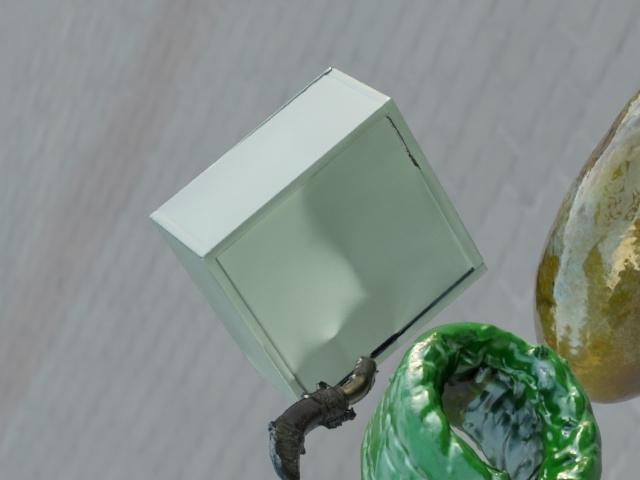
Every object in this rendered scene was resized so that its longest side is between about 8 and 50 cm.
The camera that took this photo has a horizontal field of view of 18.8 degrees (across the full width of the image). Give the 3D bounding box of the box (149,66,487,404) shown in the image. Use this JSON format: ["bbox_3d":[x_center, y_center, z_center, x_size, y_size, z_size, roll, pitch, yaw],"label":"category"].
[{"bbox_3d":[0.000,0.000,1.793,0.225,0.225,0.117,-40,36,-11],"label":"box"}]

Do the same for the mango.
[{"bbox_3d":[0.266,-0.001,1.609,0.193,0.146,0.316,-40,-29,-49],"label":"mango"}]

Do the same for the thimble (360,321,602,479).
[{"bbox_3d":[0.081,0.109,1.002,0.090,0.118,0.130,-62,-1,40],"label":"thimble"}]

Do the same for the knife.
[{"bbox_3d":[0.000,0.116,1.310,0.021,0.045,0.222,-47,0,22],"label":"knife"}]
